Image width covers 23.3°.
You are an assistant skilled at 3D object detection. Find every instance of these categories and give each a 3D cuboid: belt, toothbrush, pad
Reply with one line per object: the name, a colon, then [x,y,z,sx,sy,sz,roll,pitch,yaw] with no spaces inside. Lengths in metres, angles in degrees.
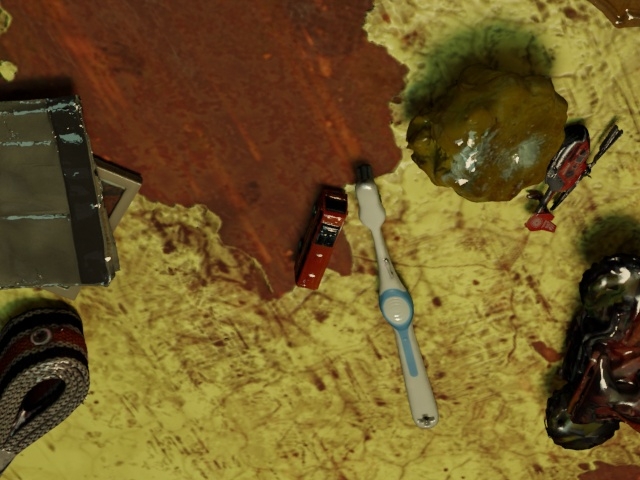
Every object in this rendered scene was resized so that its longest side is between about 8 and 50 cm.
belt: [-0.363,0.211,1.735,0.126,0.094,0.359,25,127,-26]
toothbrush: [0.084,0.078,1.670,0.040,0.040,0.386,-11,130,7]
pad: [-0.302,-0.043,1.552,0.174,0.022,0.233,-4,129,4]

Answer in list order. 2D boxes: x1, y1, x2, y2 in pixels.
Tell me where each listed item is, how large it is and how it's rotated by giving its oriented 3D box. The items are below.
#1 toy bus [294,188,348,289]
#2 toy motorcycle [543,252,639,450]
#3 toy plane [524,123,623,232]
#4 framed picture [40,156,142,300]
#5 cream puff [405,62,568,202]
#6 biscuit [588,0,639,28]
toy bus: [0.000,0.000,1.599,0.031,0.043,0.110,12,129,-11]
toy motorcycle: [0.364,0.084,1.621,0.207,0.134,0.401,2,131,-4]
toy plane: [0.242,-0.065,1.557,0.060,0.037,0.145,11,125,-23]
framed picture: [-0.328,-0.043,1.573,0.250,0.016,0.184,23,126,-19]
cream puff: [0.154,-0.108,1.479,0.146,0.116,0.146,-20,132,-24]
biscuit: [0.310,-0.263,1.393,0.215,0.034,0.182,10,128,-10]
